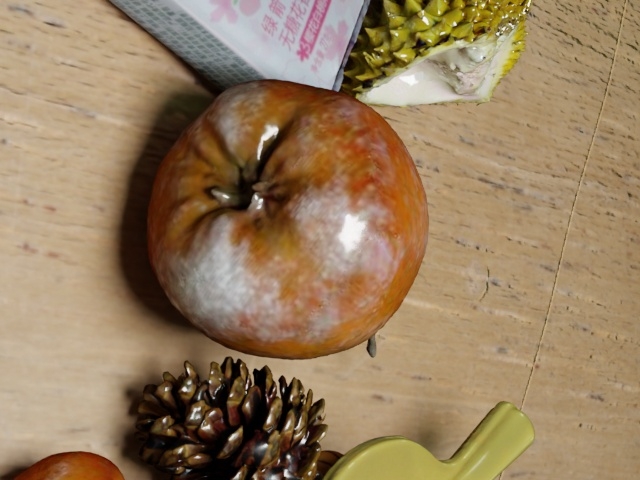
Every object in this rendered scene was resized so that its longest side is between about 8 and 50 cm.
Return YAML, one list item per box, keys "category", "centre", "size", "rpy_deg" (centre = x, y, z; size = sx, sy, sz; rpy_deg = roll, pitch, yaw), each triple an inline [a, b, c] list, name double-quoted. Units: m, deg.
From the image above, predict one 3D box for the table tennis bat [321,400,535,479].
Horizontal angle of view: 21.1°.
- category: "table tennis bat"
  centre: [0.091, 0.242, 1.491]
  size: [0.321, 0.050, 0.198]
  rpy_deg: [-40, 113, -41]

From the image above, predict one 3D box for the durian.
- category: "durian"
  centre: [0.105, -0.202, 1.601]
  size: [0.250, 0.183, 0.138]
  rpy_deg: [25, 61, -87]

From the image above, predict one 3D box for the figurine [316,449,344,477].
- category: "figurine"
  centre: [0.009, 0.297, 1.518]
  size: [0.176, 0.133, 0.236]
  rpy_deg: [54, 51, -18]

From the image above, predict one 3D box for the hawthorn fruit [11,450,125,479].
- category: "hawthorn fruit"
  centre: [-0.202, 0.228, 1.326]
  size: [0.125, 0.140, 0.125]
  rpy_deg: [-17, 90, -81]

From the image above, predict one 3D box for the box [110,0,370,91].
- category: "box"
  centre: [-0.104, -0.264, 1.442]
  size: [0.369, 0.112, 0.190]
  rpy_deg: [35, 65, -38]

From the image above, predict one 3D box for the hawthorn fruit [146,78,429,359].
- category: "hawthorn fruit"
  centre: [-0.021, -0.021, 1.441]
  size: [0.235, 0.231, 0.263]
  rpy_deg: [-58, 173, 20]

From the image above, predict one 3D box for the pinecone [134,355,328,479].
- category: "pinecone"
  centre: [-0.074, 0.170, 1.426]
  size: [0.173, 0.173, 0.173]
  rpy_deg: [3, 86, -45]
